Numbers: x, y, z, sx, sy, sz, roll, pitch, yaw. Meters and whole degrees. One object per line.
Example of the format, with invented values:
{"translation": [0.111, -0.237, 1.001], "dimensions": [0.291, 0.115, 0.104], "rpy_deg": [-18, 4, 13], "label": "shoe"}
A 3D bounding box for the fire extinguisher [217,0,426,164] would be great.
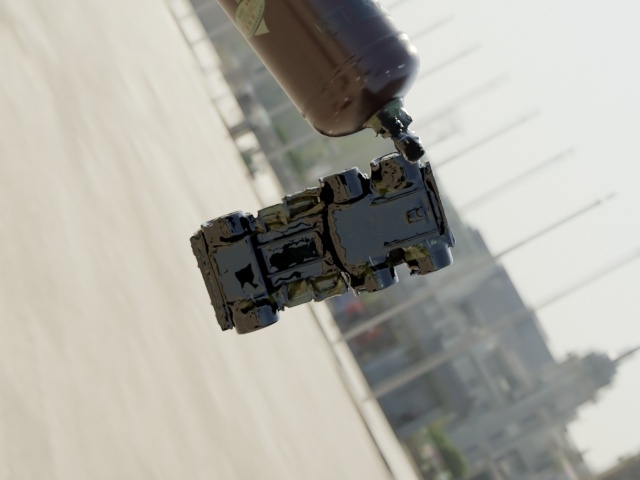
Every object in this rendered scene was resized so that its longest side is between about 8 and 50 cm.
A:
{"translation": [-0.013, -0.195, 1.504], "dimensions": [0.337, 0.114, 0.135], "rpy_deg": [53, 6, 8], "label": "fire extinguisher"}

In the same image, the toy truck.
{"translation": [-0.001, 0.001, 1.788], "dimensions": [0.127, 0.257, 0.127], "rpy_deg": [-170, -119, -77], "label": "toy truck"}
